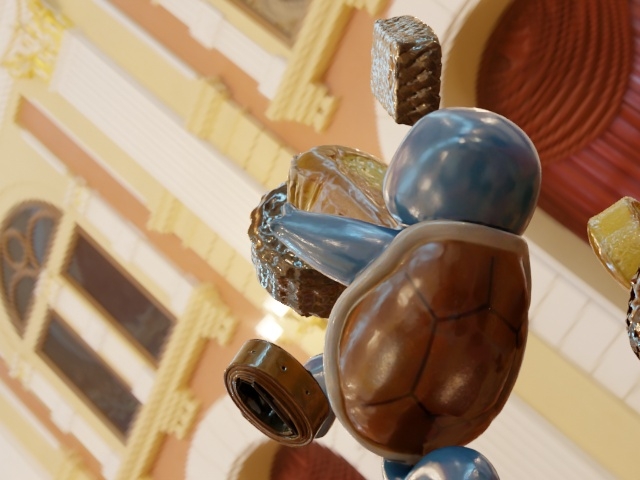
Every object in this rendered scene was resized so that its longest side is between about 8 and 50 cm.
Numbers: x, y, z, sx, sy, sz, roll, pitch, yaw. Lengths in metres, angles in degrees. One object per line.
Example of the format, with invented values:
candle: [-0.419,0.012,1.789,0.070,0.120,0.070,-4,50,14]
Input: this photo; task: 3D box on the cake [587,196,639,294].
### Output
cake: [0.230,0.009,0.820,0.044,0.084,0.084,-43,-19,21]

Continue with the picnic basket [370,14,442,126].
picnic basket: [0.092,-0.191,1.278,0.054,0.193,0.110,-1,-72,-8]

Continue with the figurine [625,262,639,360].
figurine: [0.298,0.065,0.520,0.168,0.315,0.187,-45,-34,-51]

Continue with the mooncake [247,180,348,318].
mooncake: [0.000,0.000,1.762,0.228,0.228,0.124,-40,-22,-23]

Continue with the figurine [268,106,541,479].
figurine: [0.088,0.087,1.061,0.243,0.297,0.417,151,128,-65]

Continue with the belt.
belt: [-0.034,0.113,0.824,0.059,0.083,0.036,-31,16,41]

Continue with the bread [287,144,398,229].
bread: [0.082,-0.008,1.454,0.152,0.288,0.119,-11,-47,-41]
